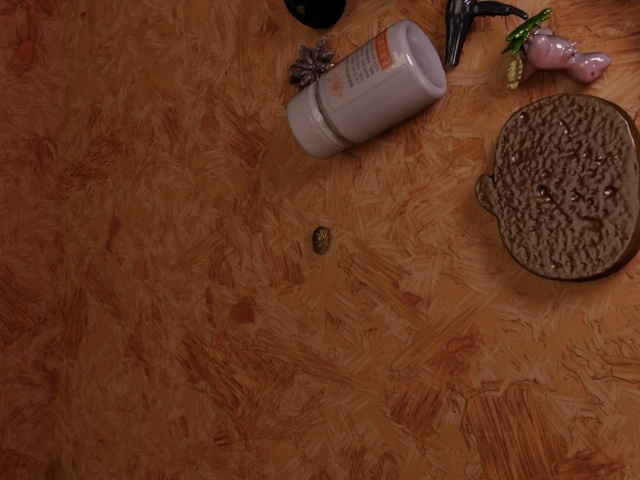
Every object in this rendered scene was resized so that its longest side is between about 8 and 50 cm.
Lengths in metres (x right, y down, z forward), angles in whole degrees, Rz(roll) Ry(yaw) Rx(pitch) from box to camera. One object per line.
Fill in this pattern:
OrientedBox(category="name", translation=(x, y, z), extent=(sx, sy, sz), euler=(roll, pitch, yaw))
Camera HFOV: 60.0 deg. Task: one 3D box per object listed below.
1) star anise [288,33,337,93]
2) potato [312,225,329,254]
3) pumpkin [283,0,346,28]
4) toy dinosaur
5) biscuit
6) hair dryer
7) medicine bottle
OrientedBox(category="star anise", translation=(-0.013, -0.488, 1.570), extent=(0.182, 0.065, 0.195), euler=(23, 102, 33))
OrientedBox(category="potato", translation=(0.000, 0.000, 1.593), extent=(0.051, 0.040, 0.083), euler=(7, 95, 42))
OrientedBox(category="pumpkin", translation=(-0.018, -0.666, 1.494), extent=(0.150, 0.194, 0.194), euler=(-50, 62, 5))
OrientedBox(category="toy dinosaur", translation=(0.487, -0.391, 1.178), extent=(0.194, 0.152, 0.177), euler=(-28, 104, 28))
OrientedBox(category="biscuit", translation=(0.506, -0.111, 1.187), extent=(0.350, 0.070, 0.395), euler=(4, 94, 39))
OrientedBox(category="hair dryer", translation=(0.370, -0.492, 1.251), extent=(0.219, 0.075, 0.196), euler=(28, 118, 49))
OrientedBox(category="medicine bottle", translation=(0.109, -0.365, 1.392), extent=(0.371, 0.211, 0.211), euler=(-24, 77, 35))
